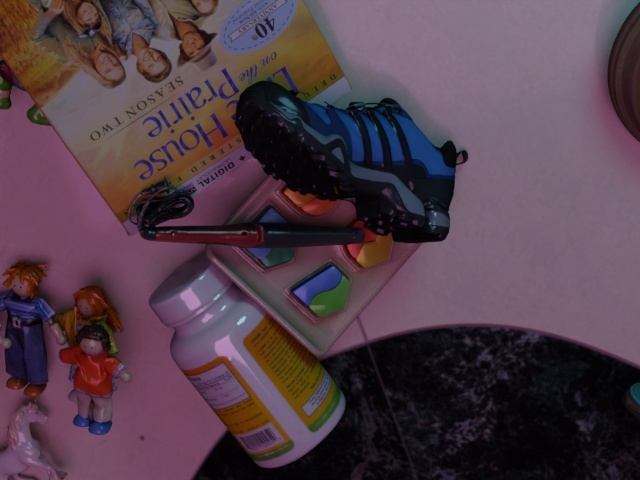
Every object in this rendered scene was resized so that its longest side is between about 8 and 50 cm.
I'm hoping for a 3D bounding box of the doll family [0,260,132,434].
[{"bbox_3d":[-0.329,0.112,1.764,0.263,0.118,0.163,12,117,15],"label":"doll family"}]

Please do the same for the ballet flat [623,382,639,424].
[{"bbox_3d":[0.499,0.247,1.808,0.280,0.095,0.096,10,122,-4],"label":"ballet flat"}]

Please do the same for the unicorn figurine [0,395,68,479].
[{"bbox_3d":[-0.369,0.269,1.833,0.162,0.060,0.111,-38,106,13],"label":"unicorn figurine"}]

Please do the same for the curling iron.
[{"bbox_3d":[-0.077,-0.017,1.636,0.274,0.035,0.068,9,112,-19],"label":"curling iron"}]

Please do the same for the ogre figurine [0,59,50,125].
[{"bbox_3d":[-0.320,-0.195,1.645,0.197,0.097,0.118,27,120,2],"label":"ogre figurine"}]

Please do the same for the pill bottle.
[{"bbox_3d":[-0.091,0.137,1.743,0.136,0.136,0.245,-33,107,12],"label":"pill bottle"}]

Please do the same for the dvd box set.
[{"bbox_3d":[-0.187,-0.243,1.545,0.308,0.062,0.420,-33,124,-4],"label":"dvd box set"}]

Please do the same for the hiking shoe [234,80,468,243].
[{"bbox_3d":[0.031,-0.109,1.635,0.304,0.113,0.132,32,65,-34],"label":"hiking shoe"}]

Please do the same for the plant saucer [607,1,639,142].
[{"bbox_3d":[0.460,-0.187,1.629,0.278,0.041,0.278,1,128,1],"label":"plant saucer"}]

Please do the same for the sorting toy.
[{"bbox_3d":[0.000,0.000,1.700,0.193,0.038,0.208,43,79,-14],"label":"sorting toy"}]
